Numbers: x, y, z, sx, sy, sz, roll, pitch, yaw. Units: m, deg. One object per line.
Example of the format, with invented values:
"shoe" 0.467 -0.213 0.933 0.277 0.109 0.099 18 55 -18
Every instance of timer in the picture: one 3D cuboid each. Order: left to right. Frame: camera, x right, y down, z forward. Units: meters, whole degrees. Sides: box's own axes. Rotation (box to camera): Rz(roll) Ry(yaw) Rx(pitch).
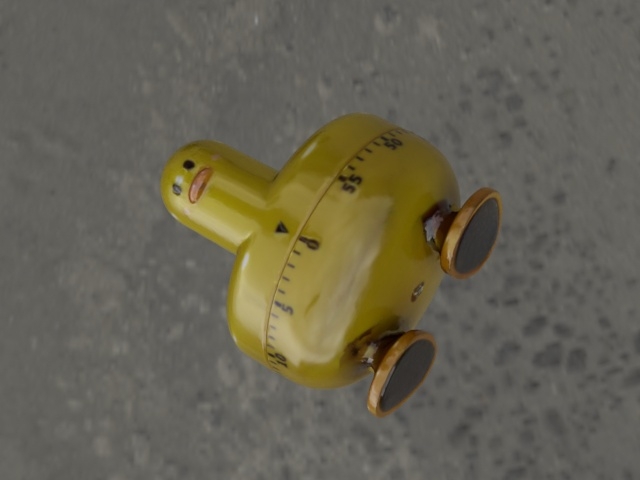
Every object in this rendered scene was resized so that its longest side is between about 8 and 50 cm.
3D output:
"timer" 0.000 0.000 0.695 0.109 0.107 0.107 29 123 21
